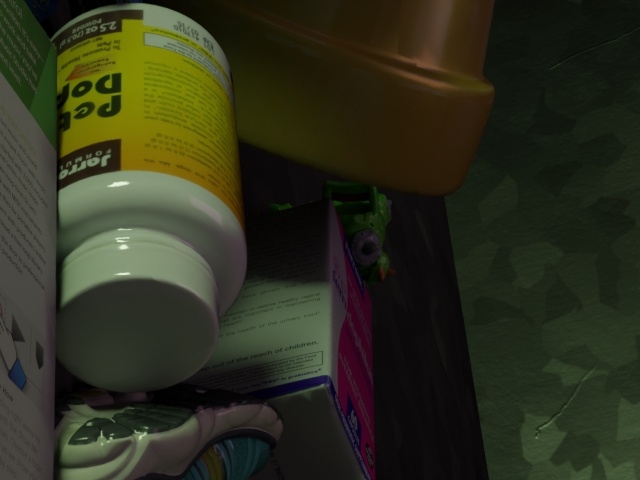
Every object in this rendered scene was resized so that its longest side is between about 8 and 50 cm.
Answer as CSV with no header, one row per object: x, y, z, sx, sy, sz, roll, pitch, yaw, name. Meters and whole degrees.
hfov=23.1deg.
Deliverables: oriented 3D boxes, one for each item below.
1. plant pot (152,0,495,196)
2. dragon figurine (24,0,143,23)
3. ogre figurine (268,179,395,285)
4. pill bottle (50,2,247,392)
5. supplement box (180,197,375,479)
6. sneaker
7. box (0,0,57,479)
0.021,-0.187,1.104,0.254,0.254,0.239,-54,165,-76,plant pot
-0.150,-0.178,0.891,0.289,0.085,0.144,48,30,-71,dragon figurine
0.000,0.000,1.348,0.197,0.118,0.096,4,73,-78,ogre figurine
-0.100,-0.024,0.841,0.215,0.117,0.117,-98,169,-47,pill bottle
-0.028,0.083,1.125,0.220,0.114,0.111,-91,163,-54,supplement box
-0.097,0.132,0.832,0.275,0.107,0.110,-2,98,-74,sneaker
-0.179,-0.023,0.643,0.232,0.059,0.322,62,19,-53,box
